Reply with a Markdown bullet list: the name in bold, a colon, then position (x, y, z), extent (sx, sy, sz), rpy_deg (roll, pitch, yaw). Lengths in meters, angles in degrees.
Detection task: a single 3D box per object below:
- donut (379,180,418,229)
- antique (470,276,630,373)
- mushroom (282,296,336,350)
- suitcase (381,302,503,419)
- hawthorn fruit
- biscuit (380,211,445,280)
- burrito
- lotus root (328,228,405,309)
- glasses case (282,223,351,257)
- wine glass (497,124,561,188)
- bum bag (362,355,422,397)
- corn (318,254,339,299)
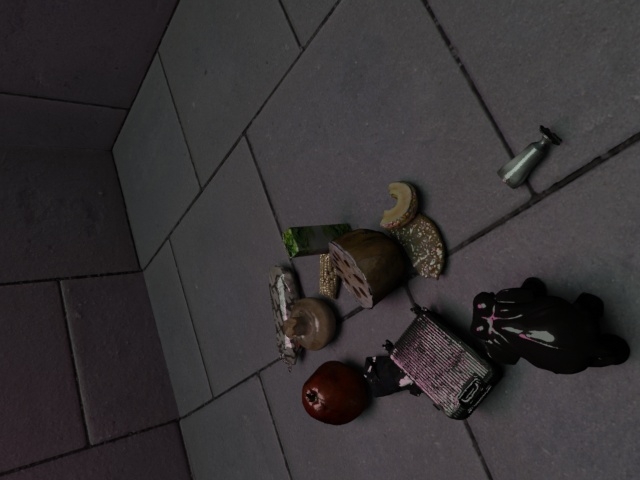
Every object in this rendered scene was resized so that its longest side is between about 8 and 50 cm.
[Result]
- **donut**: position (0.254, -0.107, 1.505), extent (0.108, 0.065, 0.165), rpy_deg (1, 65, 41)
- **antique**: position (0.514, 0.193, 1.125), extent (0.322, 0.255, 0.185), rpy_deg (20, 110, 49)
- **mushroom**: position (-0.051, 0.315, 1.815), extent (0.204, 0.204, 0.204), rpy_deg (5, 97, 48)
- **suitcase**: position (0.346, 0.342, 1.387), extent (0.312, 0.128, 0.202), rpy_deg (42, 99, 38)
- **hawthorn fruit**: position (0.032, 0.538, 1.693), extent (0.224, 0.261, 0.223), rpy_deg (-2, 87, 43)
- **biscuit**: position (0.304, -0.007, 1.505), extent (0.141, 0.038, 0.289), rpy_deg (-55, 51, 31)
- **burrito**: position (-0.133, 0.317, 1.984), extent (0.139, 0.101, 0.444), rpy_deg (-15, 79, 37)
- **lotus root**: position (0.154, 0.071, 1.557), extent (0.272, 0.192, 0.272), rpy_deg (50, 170, 12)
- **glasses case**: position (0.000, 0.000, 1.674), extent (0.062, 0.272, 0.095), rpy_deg (-42, 62, 43)
- **wine glass**: position (0.523, -0.207, 1.220), extent (0.155, 0.072, 0.072), rpy_deg (-54, 55, 37)
- **bum bag**: position (0.262, 0.432, 1.561), extent (0.310, 0.074, 0.136), rpy_deg (-19, 67, 42)
- **corn**: position (0.031, 0.123, 1.792), extent (0.087, 0.087, 0.210), rpy_deg (19, 106, 46)
